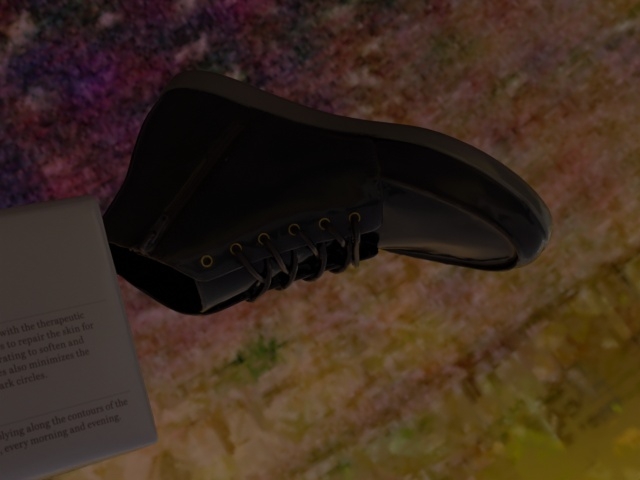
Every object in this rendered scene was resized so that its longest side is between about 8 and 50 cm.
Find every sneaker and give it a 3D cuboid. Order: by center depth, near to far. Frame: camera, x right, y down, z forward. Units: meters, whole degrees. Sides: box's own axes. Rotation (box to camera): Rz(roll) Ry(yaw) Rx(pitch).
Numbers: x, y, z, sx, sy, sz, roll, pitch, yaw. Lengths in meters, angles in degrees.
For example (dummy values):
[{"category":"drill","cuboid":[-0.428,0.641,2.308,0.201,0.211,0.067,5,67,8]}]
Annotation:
[{"category":"sneaker","cuboid":[0.000,0.000,0.575,0.083,0.222,0.118,88,21,-58]}]

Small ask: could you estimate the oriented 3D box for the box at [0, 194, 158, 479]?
[{"category":"box","cuboid":[-0.126,0.044,0.377,0.101,0.087,0.102,-12,173,-32]}]
